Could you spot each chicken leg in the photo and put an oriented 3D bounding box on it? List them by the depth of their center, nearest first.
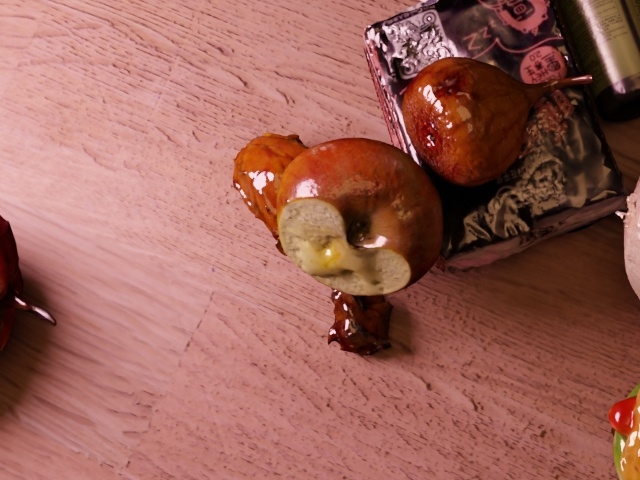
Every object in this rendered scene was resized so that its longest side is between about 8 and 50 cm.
[{"bbox_3d":[0.000,0.000,1.761,0.113,0.093,0.304,-29,79,-12],"label":"chicken leg"}]

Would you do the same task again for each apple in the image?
[{"bbox_3d":[0.047,-0.033,1.651,0.195,0.173,0.160,31,74,-6],"label":"apple"}]

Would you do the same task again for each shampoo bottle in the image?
[{"bbox_3d":[0.341,-0.288,1.773,0.101,0.101,0.284,-18,75,3],"label":"shampoo bottle"}]

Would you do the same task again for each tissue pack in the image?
[{"bbox_3d":[0.202,-0.143,1.750,0.245,0.123,0.332,-20,72,9],"label":"tissue pack"}]

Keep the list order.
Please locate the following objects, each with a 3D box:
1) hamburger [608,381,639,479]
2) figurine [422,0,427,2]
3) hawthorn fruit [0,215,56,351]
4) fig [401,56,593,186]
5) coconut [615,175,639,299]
[{"bbox_3d":[0.429,0.230,1.613,0.237,0.149,0.237,-1,78,7],"label":"hamburger"},{"bbox_3d":[0.102,-0.393,1.832,0.195,0.102,0.111,39,51,18],"label":"figurine"},{"bbox_3d":[-0.452,0.062,1.718,0.300,0.254,0.254,18,79,11],"label":"hawthorn fruit"},{"bbox_3d":[0.195,-0.155,1.638,0.201,0.134,0.146,-31,97,-14],"label":"fig"},{"bbox_3d":[0.440,-0.009,1.639,0.224,0.234,0.224,2,120,3],"label":"coconut"}]
